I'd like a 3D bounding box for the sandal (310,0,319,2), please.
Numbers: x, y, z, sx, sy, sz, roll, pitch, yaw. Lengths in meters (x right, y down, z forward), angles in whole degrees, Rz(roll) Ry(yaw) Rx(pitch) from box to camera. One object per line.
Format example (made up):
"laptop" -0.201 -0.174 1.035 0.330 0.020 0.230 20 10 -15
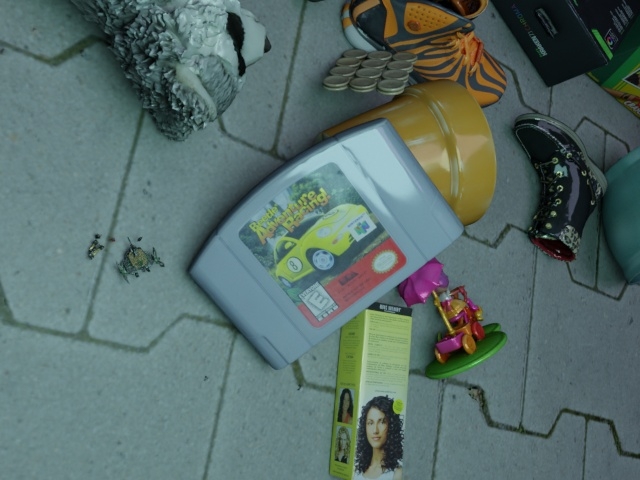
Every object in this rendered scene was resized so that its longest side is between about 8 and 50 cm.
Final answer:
"sandal" 0.045 -0.473 0.889 0.086 0.120 0.303 39 64 -34

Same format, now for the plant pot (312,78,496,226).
"plant pot" 0.097 -0.099 0.841 0.187 0.205 0.205 -14 91 -19

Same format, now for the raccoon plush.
"raccoon plush" -0.274 -0.268 0.666 0.445 0.216 0.300 4 95 -4

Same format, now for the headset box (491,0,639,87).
"headset box" 0.456 -0.464 1.157 0.246 0.131 0.283 49 61 -17

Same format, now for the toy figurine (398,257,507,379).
"toy figurine" 0.185 0.092 0.922 0.173 0.130 0.159 -27 89 -55

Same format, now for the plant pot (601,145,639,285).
"plant pot" 0.649 -0.077 1.164 0.292 0.293 0.196 -11 63 -34

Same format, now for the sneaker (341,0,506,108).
"sneaker" 0.202 -0.297 0.935 0.321 0.180 0.125 16 75 -31

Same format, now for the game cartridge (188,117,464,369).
"game cartridge" 0.000 0.000 0.743 0.294 0.060 0.196 -38 103 5

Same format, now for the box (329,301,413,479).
"box" 0.070 0.201 0.849 0.087 0.058 0.233 12 76 -32

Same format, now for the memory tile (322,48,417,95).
"memory tile" 0.070 -0.234 0.866 0.148 0.113 0.012 -64 157 -51

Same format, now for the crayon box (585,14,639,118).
"crayon box" 0.764 -0.339 1.233 0.362 0.313 0.106 24 70 -28

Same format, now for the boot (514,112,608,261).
"boot" 0.405 -0.092 1.098 0.236 0.085 0.179 38 67 -24

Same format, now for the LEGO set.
"LEGO set" -0.219 0.019 0.710 0.083 0.023 0.054 34 63 -11
